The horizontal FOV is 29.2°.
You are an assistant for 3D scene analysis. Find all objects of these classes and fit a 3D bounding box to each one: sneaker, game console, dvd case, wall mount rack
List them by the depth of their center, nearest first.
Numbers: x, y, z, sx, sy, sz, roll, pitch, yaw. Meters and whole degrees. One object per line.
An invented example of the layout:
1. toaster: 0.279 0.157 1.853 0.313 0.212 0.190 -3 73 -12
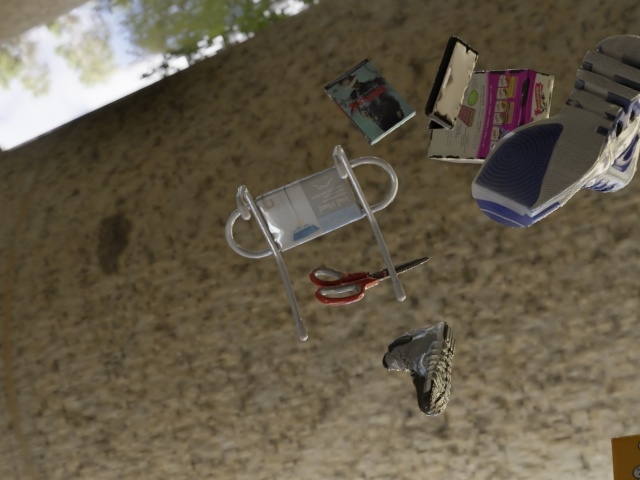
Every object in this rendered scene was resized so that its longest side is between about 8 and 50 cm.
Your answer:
1. sneaker: 0.349 -0.108 1.636 0.315 0.127 0.182 -45 -35 -19
2. game console: 0.176 -0.228 1.791 0.107 0.071 0.122 22 -94 -51
3. dvd case: 0.074 -0.213 1.880 0.119 0.087 0.013 50 166 18
4. wall mount rack: 0.000 0.000 2.304 0.130 0.350 0.304 -85 -29 -68
5. sneaker: 0.178 0.251 2.343 0.229 0.132 0.086 -69 -35 -51

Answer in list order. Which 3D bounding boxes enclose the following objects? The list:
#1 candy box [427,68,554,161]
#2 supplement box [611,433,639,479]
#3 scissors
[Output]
1. candy box: 0.297 -0.215 2.165 0.071 0.233 0.159 8 -89 -36
2. supplement box: 0.545 0.337 1.456 0.195 0.356 0.194 55 -148 -43
3. scissors: 0.113 0.080 2.464 0.297 0.021 0.109 -5 -144 -27
